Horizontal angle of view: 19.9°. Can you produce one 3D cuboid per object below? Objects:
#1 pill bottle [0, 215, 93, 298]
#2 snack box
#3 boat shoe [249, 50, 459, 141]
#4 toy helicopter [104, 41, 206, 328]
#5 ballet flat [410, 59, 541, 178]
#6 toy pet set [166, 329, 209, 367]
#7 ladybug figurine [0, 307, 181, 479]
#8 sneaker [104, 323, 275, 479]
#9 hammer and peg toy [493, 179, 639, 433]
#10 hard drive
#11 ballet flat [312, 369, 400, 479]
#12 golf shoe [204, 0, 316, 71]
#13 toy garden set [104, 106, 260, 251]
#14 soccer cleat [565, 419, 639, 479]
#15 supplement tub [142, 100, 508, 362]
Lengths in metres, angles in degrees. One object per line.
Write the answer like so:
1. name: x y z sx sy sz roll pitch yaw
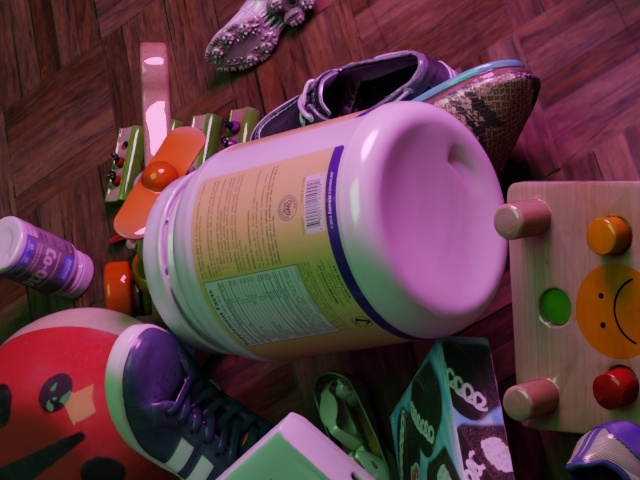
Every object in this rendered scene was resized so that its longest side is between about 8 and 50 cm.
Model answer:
1. pill bottle: -0.369 0.026 2.403 0.078 0.137 0.078 -19 59 35
2. snack box: 0.141 0.281 1.838 0.187 0.060 0.322 114 152 -55
3. boat shoe: 0.020 -0.158 2.179 0.301 0.102 0.108 -13 63 36
4. toy helicopter: -0.191 -0.073 2.133 0.140 0.235 0.355 -4 72 -2
5. ballet flat: 0.068 -0.047 2.071 0.483 0.164 0.182 -20 75 41
6. toy pet set: -0.155 0.091 2.241 0.122 0.065 0.114 35 94 44
7. ladybug figurine: -0.307 0.248 2.143 0.449 0.162 0.305 -39 81 41
8. sneaker: -0.096 0.215 1.957 0.148 0.350 0.131 2 52 35
9. hammer and peg toy: 0.305 0.120 1.777 0.266 0.127 0.361 0 96 41
10. hard drive: -0.032 0.315 1.884 0.307 0.203 0.040 -45 4 47
11. ballet flat: 0.038 0.234 2.008 0.072 0.068 0.213 -38 51 21
12. golf shoe: -0.077 -0.288 2.364 0.176 0.069 0.086 -35 31 19
13. toy garden set: -0.199 -0.068 2.362 0.244 0.049 0.204 -6 67 39
14. soccer cleat: 0.293 0.306 1.656 0.093 0.121 0.289 -18 93 41
15. supplement tub: 0.000 0.000 1.895 0.331 0.241 0.241 -12 63 42
